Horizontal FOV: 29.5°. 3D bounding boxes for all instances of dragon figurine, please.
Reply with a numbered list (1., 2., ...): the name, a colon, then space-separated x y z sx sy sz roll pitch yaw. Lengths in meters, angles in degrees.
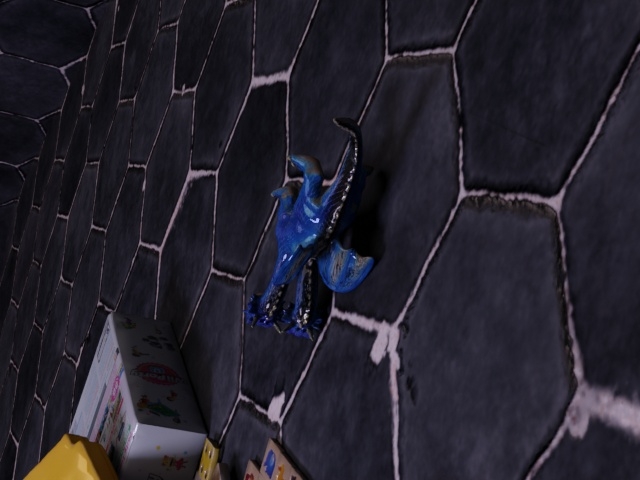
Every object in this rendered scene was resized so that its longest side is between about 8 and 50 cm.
1. dragon figurine: 0.000 0.000 1.144 0.289 0.085 0.144 133 141 -60

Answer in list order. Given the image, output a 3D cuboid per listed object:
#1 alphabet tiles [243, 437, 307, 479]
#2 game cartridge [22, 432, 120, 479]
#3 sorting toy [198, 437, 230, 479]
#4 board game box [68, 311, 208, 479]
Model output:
1. alphabet tiles: -0.051 0.316 1.205 0.237 0.009 0.198 -146 70 -68
2. game cartridge: -0.327 0.430 1.445 0.324 0.052 0.285 -46 51 13
3. sorting toy: -0.136 0.328 1.338 0.274 0.046 0.132 -109 36 -58
4. board game box: -0.252 0.263 1.616 0.303 0.097 0.224 -123 49 -62
